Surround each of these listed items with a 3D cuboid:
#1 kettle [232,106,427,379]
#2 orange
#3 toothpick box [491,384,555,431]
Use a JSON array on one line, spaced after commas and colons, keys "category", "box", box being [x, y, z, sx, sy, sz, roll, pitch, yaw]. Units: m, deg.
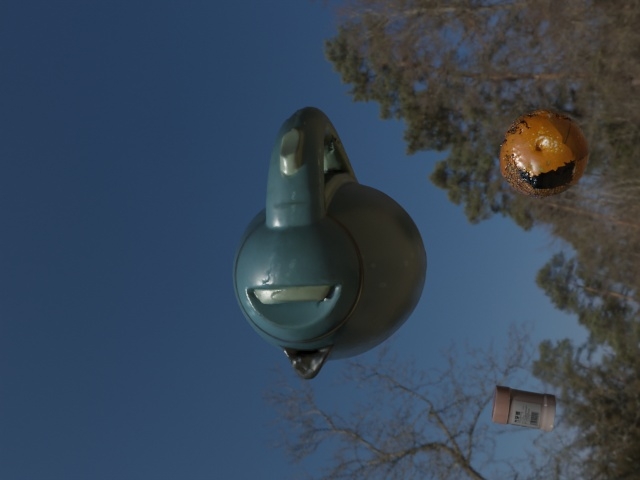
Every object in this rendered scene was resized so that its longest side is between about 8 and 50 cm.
[{"category": "kettle", "box": [0.000, 0.000, 0.784, 0.342, 0.247, 0.320, 6, -100, -77]}, {"category": "orange", "box": [0.591, -0.230, 1.636, 0.235, 0.234, 0.182, -68, -25, -5]}, {"category": "toothpick box", "box": [0.530, 0.440, 1.614, 0.098, 0.148, 0.099, 7, -90, -77]}]
